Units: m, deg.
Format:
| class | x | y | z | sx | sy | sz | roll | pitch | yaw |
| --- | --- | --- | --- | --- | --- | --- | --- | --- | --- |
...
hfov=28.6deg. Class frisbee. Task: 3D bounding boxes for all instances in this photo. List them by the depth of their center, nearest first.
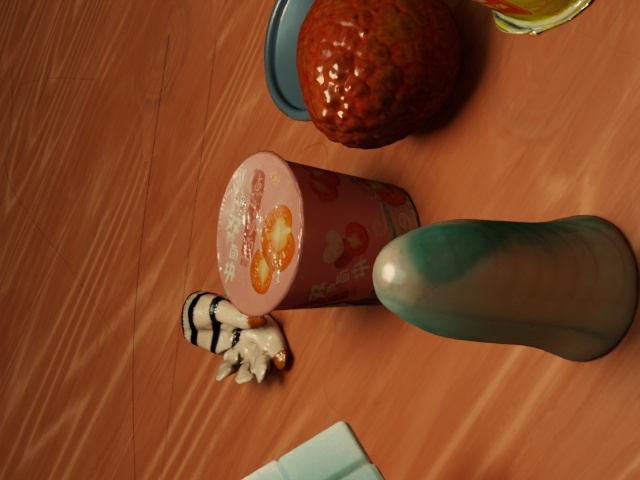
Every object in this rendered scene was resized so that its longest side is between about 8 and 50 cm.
| class | x | y | z | sx | sy | sz | roll | pitch | yaw |
| --- | --- | --- | --- | --- | --- | --- | --- | --- | --- |
| frisbee | 0.004 | -0.336 | 2.069 | 0.289 | 0.049 | 0.289 | -15 | 71 | 51 |

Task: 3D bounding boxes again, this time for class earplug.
| class | x | y | z | sx | sy | sz | roll | pitch | yaw |
| --- | --- | --- | --- | --- | --- | --- | --- | --- | --- |
| earplug | 0.197 | 0.050 | 1.487 | 0.185 | 0.324 | 0.185 | -9 | 78 | 55 |

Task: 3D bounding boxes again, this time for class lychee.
| class | x | y | z | sx | sy | sz | roll | pitch | yaw |
| --- | --- | --- | --- | --- | --- | --- | --- | --- | --- |
| lychee | 0.080 | -0.264 | 1.796 | 0.255 | 0.255 | 0.300 | -57 | 9 | 34 |

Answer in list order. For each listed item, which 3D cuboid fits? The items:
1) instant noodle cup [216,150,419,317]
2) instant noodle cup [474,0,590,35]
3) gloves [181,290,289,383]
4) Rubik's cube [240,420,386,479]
| class | x | y | z | sx | sy | sz | roll | pitch | yaw |
| --- | --- | --- | --- | --- | --- | --- | --- | --- | --- |
| instant noodle cup | 0.000 | 0.000 | 1.866 | 0.243 | 0.231 | 0.243 | -12 | 75 | 55 |
| instant noodle cup | 0.220 | -0.436 | 1.615 | 0.311 | 0.222 | 0.311 | -13 | 75 | 55 |
| gloves | -0.138 | 0.167 | 2.163 | 0.219 | 0.131 | 0.140 | 21 | 103 | 24 |
| Rubik's cube | 0.010 | 0.488 | 1.597 | 0.316 | 0.318 | 0.322 | -30 | 44 | -3 |
